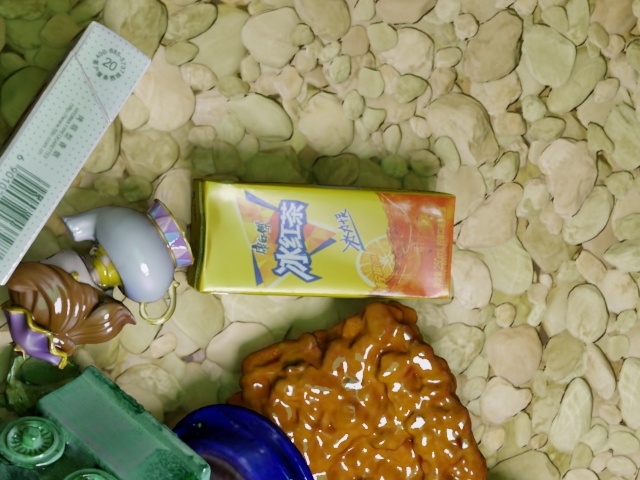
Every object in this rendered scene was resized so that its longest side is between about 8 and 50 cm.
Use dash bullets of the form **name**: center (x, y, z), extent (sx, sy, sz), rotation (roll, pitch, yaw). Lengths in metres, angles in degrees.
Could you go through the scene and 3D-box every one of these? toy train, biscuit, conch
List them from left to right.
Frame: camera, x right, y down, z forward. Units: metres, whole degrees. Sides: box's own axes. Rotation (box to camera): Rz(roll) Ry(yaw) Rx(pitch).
- **conch**: center (-0.372, 0.187, 1.837), extent (0.121, 0.074, 0.089), rotation (-21, 109, -10)
- **toy train**: center (-0.287, 0.299, 1.751), extent (0.202, 0.266, 0.145), rotation (-29, 144, -40)
- **biscuit**: center (0.046, 0.261, 1.914), extent (0.312, 0.110, 0.318), rotation (-22, 98, 4)

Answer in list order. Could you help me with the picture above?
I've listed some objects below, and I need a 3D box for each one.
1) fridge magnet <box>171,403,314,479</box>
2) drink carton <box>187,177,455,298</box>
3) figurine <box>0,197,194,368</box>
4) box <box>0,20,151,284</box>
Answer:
- **fridge magnet**: center (-0.113, 0.345, 1.839), extent (0.113, 0.265, 0.265), rotation (-22, 101, -53)
- **drink carton**: center (0.000, 0.000, 1.917), extent (0.351, 0.111, 0.154), rotation (2, 92, -16)
- **figurine**: center (-0.298, 0.054, 1.815), extent (0.263, 0.142, 0.189), rotation (-32, 78, -16)
- **box**: center (-0.350, -0.111, 1.758), extent (0.095, 0.210, 0.330), rotation (33, 84, -15)
